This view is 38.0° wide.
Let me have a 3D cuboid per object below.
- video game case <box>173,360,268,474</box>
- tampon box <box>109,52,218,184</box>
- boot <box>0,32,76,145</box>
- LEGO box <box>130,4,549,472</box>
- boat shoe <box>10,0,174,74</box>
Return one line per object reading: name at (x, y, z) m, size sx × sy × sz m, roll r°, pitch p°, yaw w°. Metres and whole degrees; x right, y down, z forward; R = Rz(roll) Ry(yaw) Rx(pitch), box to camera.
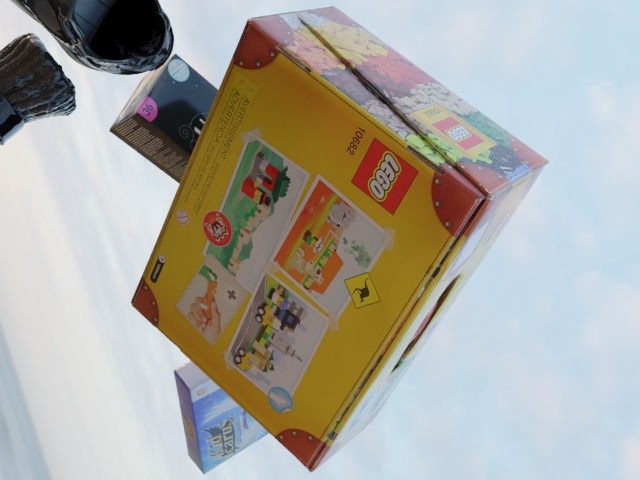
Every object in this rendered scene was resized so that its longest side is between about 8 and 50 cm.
video game case at (-0.142, 0.285, 1.736) m, size 0.061 × 0.244 × 0.269 m, roll 43°, pitch -32°, yaw 36°
tampon box at (-0.204, -0.171, 1.381) m, size 0.161 × 0.120 × 0.101 m, roll 38°, pitch -30°, yaw -25°
boot at (-0.404, -0.129, 1.079) m, size 0.348 × 0.260 × 0.131 m, roll 44°, pitch -24°, yaw 55°
LEGO box at (0.000, 0.000, 1.256) m, size 0.372 × 0.193 × 0.500 m, roll 40°, pitch -56°, yaw 17°
boat shoe at (-0.240, -0.260, 1.107) m, size 0.113 × 0.127 × 0.340 m, roll 30°, pitch -3°, yaw 16°
